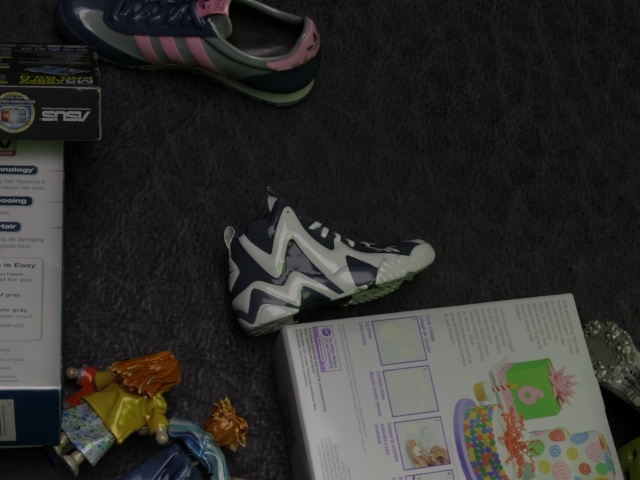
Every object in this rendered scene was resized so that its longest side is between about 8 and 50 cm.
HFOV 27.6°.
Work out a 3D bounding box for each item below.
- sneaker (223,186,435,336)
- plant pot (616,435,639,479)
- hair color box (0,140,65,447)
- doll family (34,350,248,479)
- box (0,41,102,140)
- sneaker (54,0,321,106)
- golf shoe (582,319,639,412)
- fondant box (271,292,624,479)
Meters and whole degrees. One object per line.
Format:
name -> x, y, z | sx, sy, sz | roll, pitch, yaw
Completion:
sneaker -> 0.000, 0.000, 1.443 | 0.235, 0.094, 0.153 | -19, 78, -8
plant pot -> 0.440, 0.278, 1.317 | 0.227, 0.207, 0.228 | -1, 53, -11
hair color box -> -0.343, 0.036, 1.307 | 0.174, 0.105, 0.347 | 1, 49, -11
doll family -> -0.163, 0.205, 1.301 | 0.163, 0.118, 0.263 | -39, 78, -24
box -> -0.372, -0.164, 1.395 | 0.270, 0.060, 0.216 | 0, 21, -12
sneaker -> -0.151, -0.258, 1.516 | 0.319, 0.131, 0.112 | 13, 64, -5
golf shoe -> 0.345, 0.157, 1.442 | 0.069, 0.086, 0.176 | -42, 38, 0
fondant box -> 0.132, 0.195, 1.378 | 0.330, 0.096, 0.238 | -6, 66, -13
